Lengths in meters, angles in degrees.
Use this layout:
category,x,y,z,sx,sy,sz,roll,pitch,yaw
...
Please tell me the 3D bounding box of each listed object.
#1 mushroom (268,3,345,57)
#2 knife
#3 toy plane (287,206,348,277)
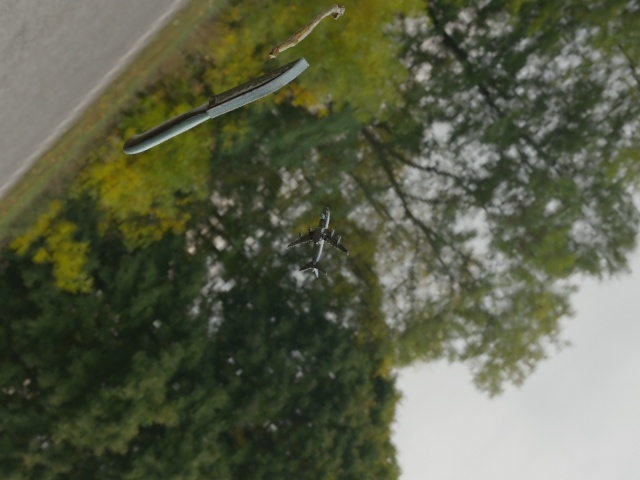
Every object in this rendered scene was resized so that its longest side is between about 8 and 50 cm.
category,x,y,z,sx,sy,sz,roll,pitch,yaw
mushroom,-0.017,-0.331,1.475,0.025,0.028,0.286,2,-155,22
knife,-0.098,-0.114,0.828,0.210,0.015,0.028,-18,-155,33
toy plane,-0.001,0.000,1.118,0.077,0.084,0.024,6,170,22
